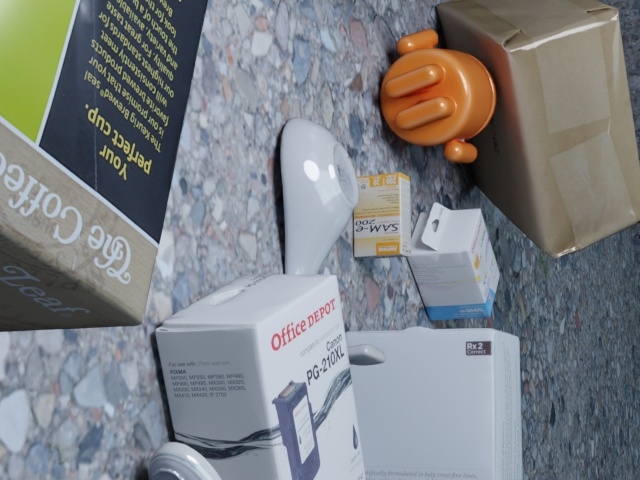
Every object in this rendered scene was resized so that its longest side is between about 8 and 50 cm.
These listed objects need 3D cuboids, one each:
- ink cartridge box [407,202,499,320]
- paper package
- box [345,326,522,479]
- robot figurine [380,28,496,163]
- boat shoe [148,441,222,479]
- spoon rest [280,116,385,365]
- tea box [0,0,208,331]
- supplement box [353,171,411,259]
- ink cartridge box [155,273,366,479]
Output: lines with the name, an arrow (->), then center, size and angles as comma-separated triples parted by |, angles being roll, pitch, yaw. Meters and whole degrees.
ink cartridge box -> 0.182, 0.027, 1.472 | 0.092, 0.089, 0.143 | -68, 145, -44
paper package -> 0.317, -0.192, 1.570 | 0.309, 0.168, 0.325 | -121, -167, -64
box -> 0.129, 0.194, 1.220 | 0.119, 0.180, 0.182 | 21, 68, -62
robot figurine -> 0.158, -0.191, 1.409 | 0.128, 0.158, 0.219 | -60, 163, 19
boat shoe -> -0.107, 0.251, 0.850 | 0.063, 0.066, 0.184 | -49, 139, -59
spoon rest -> 0.000, 0.000, 1.118 | 0.137, 0.084, 0.276 | 34, 43, -61
tea box -> -0.220, -0.161, 0.469 | 0.329, 0.219, 0.324 | 47, 44, -54
supplement box -> 0.073, -0.028, 1.276 | 0.036, 0.062, 0.099 | 17, 70, -65
ink cartridge box -> -0.044, 0.162, 0.945 | 0.172, 0.100, 0.237 | -29, 113, -64
